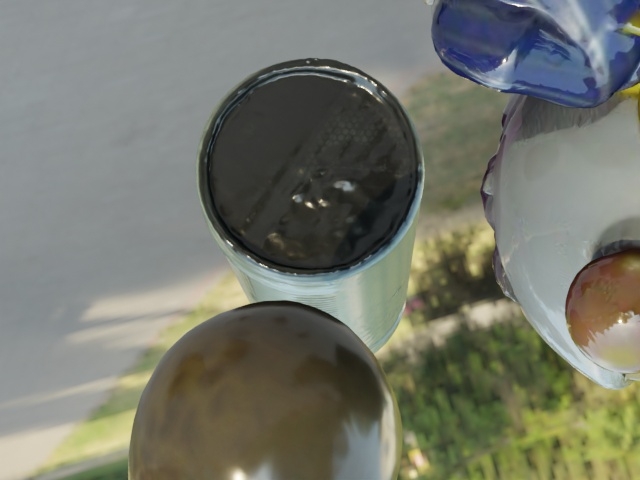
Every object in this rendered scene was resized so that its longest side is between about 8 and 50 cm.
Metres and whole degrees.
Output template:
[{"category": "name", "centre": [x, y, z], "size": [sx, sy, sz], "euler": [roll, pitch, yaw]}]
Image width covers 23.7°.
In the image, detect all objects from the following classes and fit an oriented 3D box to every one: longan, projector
[{"category": "longan", "centre": [-0.021, 0.075, 0.523], "size": [0.092, 0.113, 0.113], "euler": [29, 154, -18]}, {"category": "projector", "centre": [0.000, 0.000, 0.842], "size": [0.108, 0.108, 0.337], "euler": [-17, 169, -1]}]

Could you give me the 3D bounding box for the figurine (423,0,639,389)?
[{"category": "figurine", "centre": [0.094, -0.051, 0.496], "size": [0.133, 0.194, 0.274], "euler": [1, 158, 37]}]
